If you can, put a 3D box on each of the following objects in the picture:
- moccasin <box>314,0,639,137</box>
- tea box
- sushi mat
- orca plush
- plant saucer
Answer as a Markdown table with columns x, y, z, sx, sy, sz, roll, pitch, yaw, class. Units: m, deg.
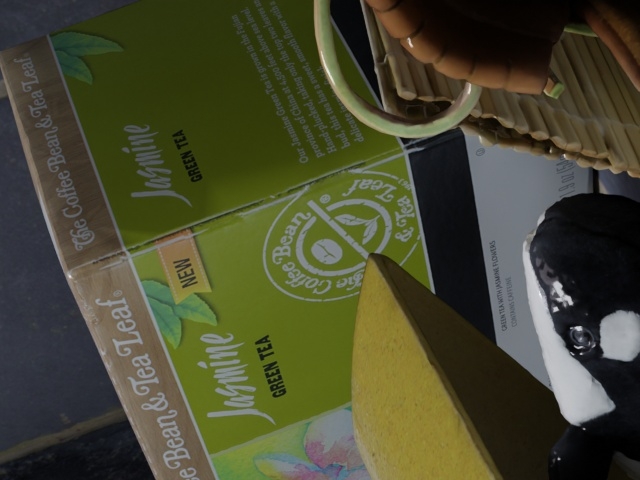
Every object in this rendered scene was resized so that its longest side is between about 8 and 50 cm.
| x | y | z | sx | sy | sz | roll | pitch | yaw | class |
| --- | --- | --- | --- | --- | --- | --- | --- | --- | --- |
| 0.055 | -0.100 | 0.433 | 0.139 | 0.147 | 0.380 | 55 | 178 | -42 | moccasin |
| 0.000 | 0.000 | 1.100 | 0.329 | 0.323 | 0.220 | 74 | 173 | -47 | tea box |
| 0.072 | -0.121 | 0.650 | 0.019 | 0.151 | 0.316 | -59 | 25 | 32 | sushi mat |
| 0.186 | 0.091 | 0.747 | 0.102 | 0.151 | 0.287 | 15 | 136 | 41 | orca plush |
| 0.148 | 0.197 | 0.833 | 0.332 | 0.081 | 0.333 | 39 | -166 | -34 | plant saucer |
